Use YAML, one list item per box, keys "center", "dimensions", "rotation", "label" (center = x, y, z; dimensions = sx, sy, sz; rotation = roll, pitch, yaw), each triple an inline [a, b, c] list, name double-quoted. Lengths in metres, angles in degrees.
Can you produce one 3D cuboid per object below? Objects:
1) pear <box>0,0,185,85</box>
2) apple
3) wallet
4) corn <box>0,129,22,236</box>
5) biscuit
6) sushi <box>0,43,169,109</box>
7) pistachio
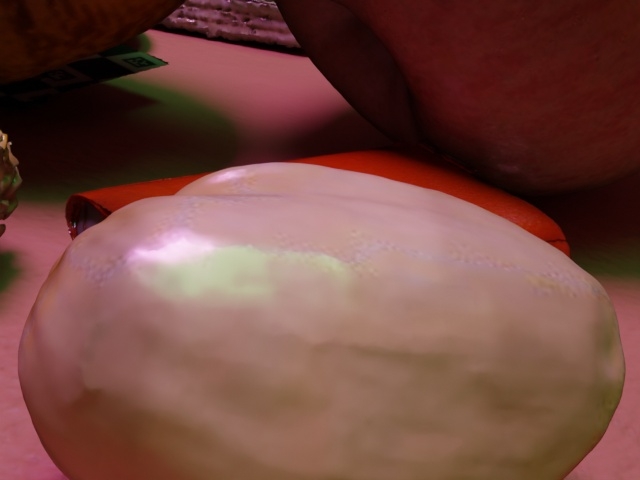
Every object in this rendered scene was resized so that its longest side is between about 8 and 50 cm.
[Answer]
- center: [-0.186, -0.219, 0.746]
  dimensions: [0.280, 0.281, 0.281]
  rotation: [6, 23, -3]
  label: "pear"
- center: [0.097, -0.181, 0.766]
  dimensions: [0.344, 0.345, 0.269]
  rotation: [20, 62, 27]
  label: "apple"
- center: [0.000, 0.000, 0.655]
  dimensions: [0.204, 0.045, 0.142]
  rotation: [-11, 30, -36]
  label: "wallet"
- center: [-0.264, -0.069, 0.662]
  dimensions: [0.317, 0.115, 0.115]
  rotation: [24, 28, 34]
  label: "corn"
- center: [-0.049, -0.213, 1.136]
  dimensions: [0.147, 0.046, 0.250]
  rotation: [10, 24, 9]
  label: "biscuit"
- center: [-0.216, -0.117, 0.884]
  dimensions: [0.201, 0.031, 0.139]
  rotation: [24, 29, 28]
  label: "sushi"
- center: [-0.001, 0.049, 0.466]
  dimensions: [0.200, 0.117, 0.145]
  rotation: [9, 60, -14]
  label: "pistachio"
